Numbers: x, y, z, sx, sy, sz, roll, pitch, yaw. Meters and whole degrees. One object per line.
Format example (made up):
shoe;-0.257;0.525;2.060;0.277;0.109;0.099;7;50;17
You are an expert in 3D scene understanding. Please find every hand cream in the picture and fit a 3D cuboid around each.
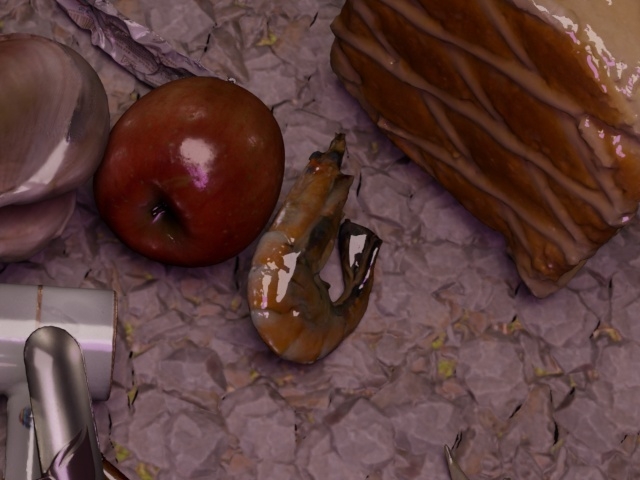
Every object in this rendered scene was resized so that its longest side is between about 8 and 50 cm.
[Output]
hand cream;-0.194;-0.213;2.019;0.257;0.084;0.050;41;57;13

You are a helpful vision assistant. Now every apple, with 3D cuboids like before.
apple;-0.128;-0.067;1.912;0.181;0.181;0.168;20;42;-1

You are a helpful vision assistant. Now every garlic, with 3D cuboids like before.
garlic;-0.324;-0.083;1.847;0.237;0.210;0.292;-5;44;-31

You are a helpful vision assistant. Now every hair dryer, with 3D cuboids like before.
hair dryer;-0.281;0.213;1.802;0.173;0.107;0.357;3;71;-7

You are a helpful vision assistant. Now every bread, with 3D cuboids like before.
bread;0.222;-0.206;1.932;0.390;0.371;0.279;46;62;7

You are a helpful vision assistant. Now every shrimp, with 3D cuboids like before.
shrimp;0.010;0.013;1.945;0.145;0.059;0.254;46;50;-23

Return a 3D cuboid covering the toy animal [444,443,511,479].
toy animal;0.164;0.254;1.862;0.219;0.095;0.155;-18;74;-19

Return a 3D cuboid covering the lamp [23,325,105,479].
lamp;-0.338;0.182;1.717;0.283;0.124;0.203;-7;75;18

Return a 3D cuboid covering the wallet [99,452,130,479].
wallet;-0.114;0.289;1.770;0.255;0.137;0.031;42;81;10
